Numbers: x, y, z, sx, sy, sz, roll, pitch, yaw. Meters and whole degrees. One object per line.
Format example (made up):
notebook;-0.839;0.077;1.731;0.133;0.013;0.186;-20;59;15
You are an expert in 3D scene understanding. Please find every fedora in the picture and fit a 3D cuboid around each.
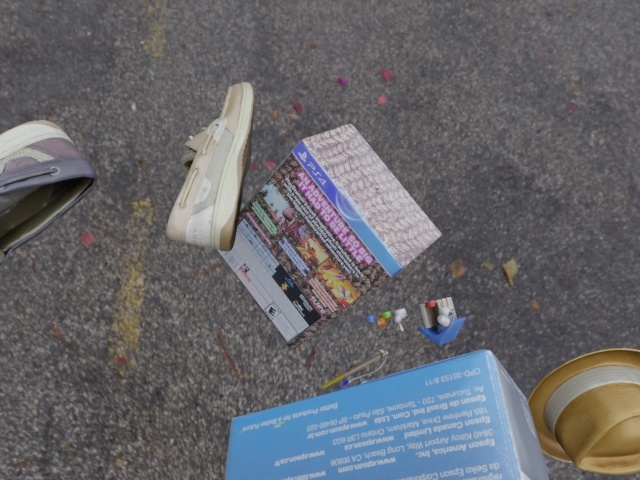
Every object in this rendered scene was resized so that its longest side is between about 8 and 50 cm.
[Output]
fedora;0.351;0.223;0.664;0.194;0.194;0.079;12;26;0

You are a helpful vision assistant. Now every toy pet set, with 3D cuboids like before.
toy pet set;0.151;0.127;0.812;0.114;0.122;0.065;-3;76;-47

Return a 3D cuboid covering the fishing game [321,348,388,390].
fishing game;0.118;0.325;1.014;0.189;0.264;0.041;-35;19;13

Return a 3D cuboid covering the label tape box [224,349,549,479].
label tape box;0.048;0.278;0.380;0.249;0.115;0.347;-21;46;22

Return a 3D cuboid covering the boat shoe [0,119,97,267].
boat shoe;-0.353;-0.008;0.544;0.092;0.102;0.285;36;64;21

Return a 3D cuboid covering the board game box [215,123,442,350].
board game box;0.000;0.000;0.898;0.232;0.291;0.141;52;39;5

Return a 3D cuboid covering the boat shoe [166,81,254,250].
boat shoe;-0.153;-0.122;0.798;0.098;0.109;0.302;7;57;-5
